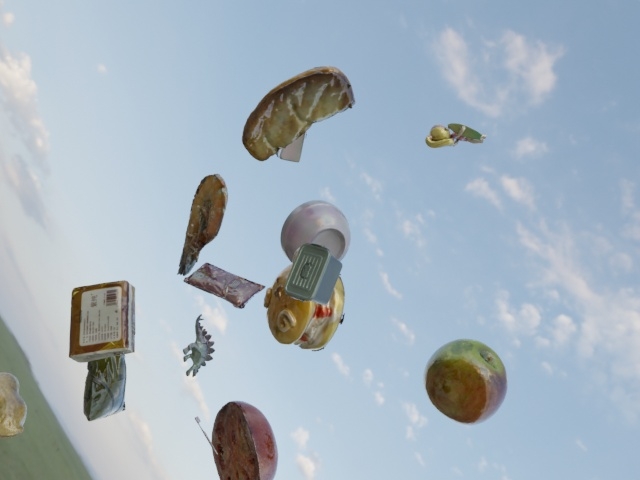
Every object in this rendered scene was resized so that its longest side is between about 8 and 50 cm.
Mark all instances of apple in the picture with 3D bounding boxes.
[{"bbox_3d":[0.593,0.566,2.174,0.339,0.339,0.340,36,-38,35],"label":"apple"}]

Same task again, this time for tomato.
[{"bbox_3d":[-0.242,0.709,1.823,0.338,0.143,0.338,-8,-100,52],"label":"tomato"}]

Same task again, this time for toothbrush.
[{"bbox_3d":[-0.258,0.441,1.211,0.097,0.008,0.006,59,-39,6],"label":"toothbrush"}]

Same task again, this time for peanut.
[{"bbox_3d":[-0.973,0.510,1.651,0.263,0.117,0.101,39,-42,37],"label":"peanut"}]

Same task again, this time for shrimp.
[{"bbox_3d":[-0.323,-0.031,1.475,0.164,0.062,0.317,39,-68,50],"label":"shrimp"}]

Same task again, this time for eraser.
[{"bbox_3d":[-0.129,-0.389,2.079,0.287,0.086,0.130,-126,-130,-70],"label":"eraser"}]

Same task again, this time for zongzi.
[{"bbox_3d":[-0.720,0.454,1.754,0.274,0.125,0.251,114,-31,-77],"label":"zongzi"}]

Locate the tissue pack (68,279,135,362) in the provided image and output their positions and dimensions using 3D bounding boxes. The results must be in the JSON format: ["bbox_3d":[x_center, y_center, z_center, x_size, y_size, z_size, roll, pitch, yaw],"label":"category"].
[{"bbox_3d":[-0.666,0.246,1.636,0.092,0.183,0.226,86,-5,-66],"label":"tissue pack"}]

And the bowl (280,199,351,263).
[{"bbox_3d":[0.000,0.000,2.075,0.144,0.287,0.287,41,-32,58],"label":"bowl"}]

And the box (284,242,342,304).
[{"bbox_3d":[-0.011,0.073,1.108,0.084,0.122,0.069,14,-13,41],"label":"box"}]

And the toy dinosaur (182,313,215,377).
[{"bbox_3d":[-0.310,0.265,1.368,0.039,0.082,0.209,34,-54,38],"label":"toy dinosaur"}]

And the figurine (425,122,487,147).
[{"bbox_3d":[0.413,-0.315,1.639,0.083,0.187,0.083,-174,-90,-87],"label":"figurine"}]

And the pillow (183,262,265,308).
[{"bbox_3d":[-0.249,0.117,1.387,0.185,0.118,0.043,22,-57,13],"label":"pillow"}]

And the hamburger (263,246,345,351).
[{"bbox_3d":[-0.054,0.182,1.656,0.303,0.186,0.261,-57,-149,18],"label":"hamburger"}]

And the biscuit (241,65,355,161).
[{"bbox_3d":[-0.065,-0.282,1.187,0.299,0.154,0.045,-27,-127,24],"label":"biscuit"}]
